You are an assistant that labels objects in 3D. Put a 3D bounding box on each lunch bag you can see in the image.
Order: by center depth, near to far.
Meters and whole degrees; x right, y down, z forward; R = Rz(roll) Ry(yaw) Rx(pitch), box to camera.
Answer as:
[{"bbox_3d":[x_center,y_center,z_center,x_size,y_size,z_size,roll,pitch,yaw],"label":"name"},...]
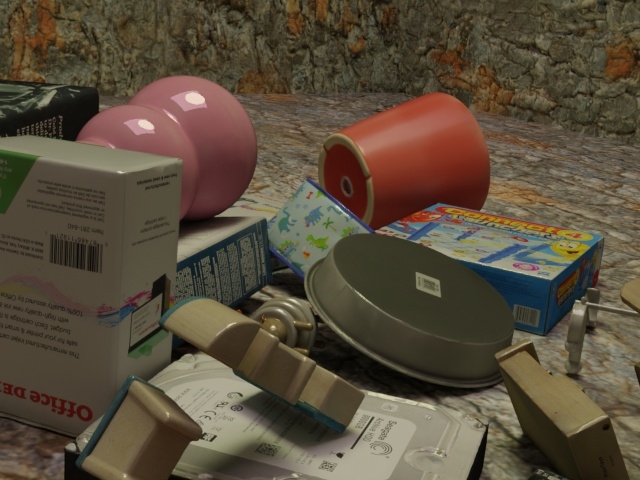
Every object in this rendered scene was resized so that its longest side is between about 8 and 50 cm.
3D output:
[{"bbox_3d":[0.000,0.000,1.366,0.151,0.129,0.096,40,-1,43],"label":"lunch bag"}]

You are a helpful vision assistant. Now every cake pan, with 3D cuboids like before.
[{"bbox_3d":[0.125,0.078,1.158,0.293,0.054,0.293,18,24,-8],"label":"cake pan"}]

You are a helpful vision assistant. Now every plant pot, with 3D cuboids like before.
[{"bbox_3d":[0.146,-0.132,1.722,0.243,0.275,0.275,-16,24,-27],"label":"plant pot"}]

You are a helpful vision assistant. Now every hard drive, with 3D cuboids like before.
[{"bbox_3d":[-0.030,0.200,0.835,0.339,0.064,0.237,11,18,18],"label":"hard drive"}]

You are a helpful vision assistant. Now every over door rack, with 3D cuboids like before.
[{"bbox_3d":[0.443,0.136,1.139,0.240,0.108,0.324,11,3,20],"label":"over door rack"}]

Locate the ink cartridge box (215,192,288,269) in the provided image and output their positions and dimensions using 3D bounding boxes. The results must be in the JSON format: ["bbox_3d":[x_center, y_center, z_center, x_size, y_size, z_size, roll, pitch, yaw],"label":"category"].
[{"bbox_3d":[-0.125,-0.011,1.482,0.154,0.093,0.212,17,19,39],"label":"ink cartridge box"}]

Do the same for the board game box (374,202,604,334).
[{"bbox_3d":[0.263,0.033,1.442,0.308,0.086,0.302,13,19,28],"label":"board game box"}]

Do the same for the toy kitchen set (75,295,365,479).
[{"bbox_3d":[-0.093,0.149,0.775,0.122,0.166,0.207,21,-13,43],"label":"toy kitchen set"}]

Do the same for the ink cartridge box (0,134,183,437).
[{"bbox_3d":[-0.263,0.043,0.930,0.201,0.278,0.117,11,14,20],"label":"ink cartridge box"}]

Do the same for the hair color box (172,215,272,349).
[{"bbox_3d":[-0.213,0.054,1.173,0.174,0.105,0.347,-1,13,23],"label":"hair color box"}]

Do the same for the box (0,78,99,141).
[{"bbox_3d":[-0.593,-0.055,1.162,0.480,0.297,0.472,6,14,4],"label":"box"}]

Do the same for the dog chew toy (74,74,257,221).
[{"bbox_3d":[-0.235,-0.098,1.201,0.207,0.206,0.332,14,30,31],"label":"dog chew toy"}]

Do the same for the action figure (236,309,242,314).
[{"bbox_3d":[-0.122,0.119,1.142,0.038,0.030,0.115,-12,18,6],"label":"action figure"}]

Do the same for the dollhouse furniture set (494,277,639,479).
[{"bbox_3d":[0.326,0.138,0.894,0.242,0.212,0.161,-25,22,-5],"label":"dollhouse furniture set"}]

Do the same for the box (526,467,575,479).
[{"bbox_3d":[0.227,0.265,0.714,0.191,0.045,0.184,15,22,31],"label":"box"}]

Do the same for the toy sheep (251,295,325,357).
[{"bbox_3d":[-0.042,0.110,1.106,0.091,0.091,0.132,10,2,17],"label":"toy sheep"}]
